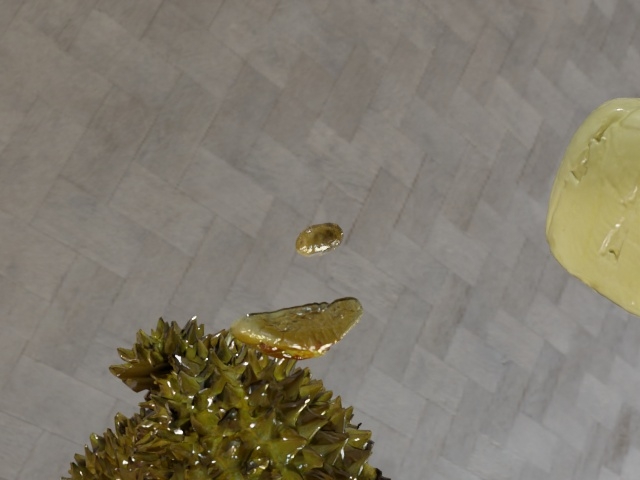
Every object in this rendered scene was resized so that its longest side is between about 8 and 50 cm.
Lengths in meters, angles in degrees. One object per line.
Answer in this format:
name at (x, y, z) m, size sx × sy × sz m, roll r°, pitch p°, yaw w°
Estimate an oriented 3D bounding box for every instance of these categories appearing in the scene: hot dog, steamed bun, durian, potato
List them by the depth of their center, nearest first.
hot dog at (-0.012, 0.059, 0.520) m, size 0.090 × 0.030 × 0.034 m, roll -7°, pitch 75°, yaw -29°
durian at (-0.079, 0.188, 0.608) m, size 0.258 × 0.293 × 0.258 m, roll -2°, pitch 96°, yaw -20°
steamed bun at (0.393, -0.031, 0.903) m, size 0.166 × 0.273 × 0.232 m, roll -6°, pitch 120°, yaw -33°
potato at (0.000, 0.000, 1.156) m, size 0.083 × 0.040 × 0.051 m, roll -15°, pitch 135°, yaw -45°
